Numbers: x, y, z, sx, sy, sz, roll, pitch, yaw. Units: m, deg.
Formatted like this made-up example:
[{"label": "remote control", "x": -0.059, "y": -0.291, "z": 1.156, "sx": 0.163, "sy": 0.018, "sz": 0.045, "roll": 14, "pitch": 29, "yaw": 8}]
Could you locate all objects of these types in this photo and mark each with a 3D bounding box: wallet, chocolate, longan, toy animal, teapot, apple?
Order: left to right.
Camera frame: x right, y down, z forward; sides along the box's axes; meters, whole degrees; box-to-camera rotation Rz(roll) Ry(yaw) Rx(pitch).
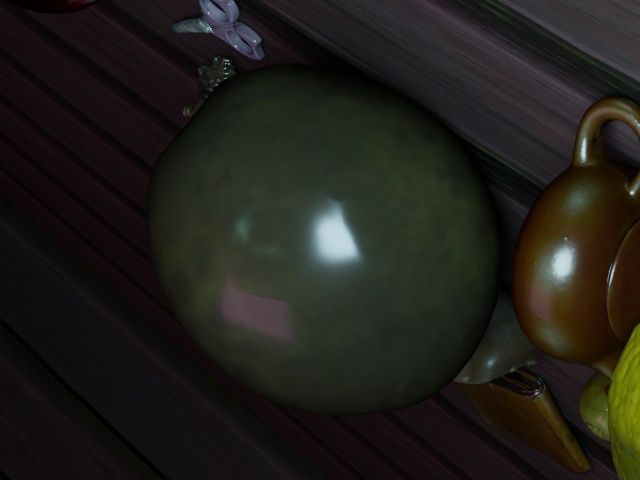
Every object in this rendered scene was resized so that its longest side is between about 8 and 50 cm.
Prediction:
[{"label": "toy animal", "x": -0.136, "y": -0.172, "z": 2.067, "sx": 0.086, "sy": 0.069, "sz": 0.219, "roll": 33, "pitch": 162, "yaw": 15}, {"label": "longan", "x": 0.000, "y": 0.000, "z": 1.628, "sx": 0.404, "sy": 0.336, "sz": 0.404, "roll": 39, "pitch": 172, "yaw": 6}, {"label": "chocolate", "x": 0.132, "y": 0.063, "z": 1.822, "sx": 0.261, "sy": 0.161, "sz": 0.083, "roll": 31, "pitch": 128, "yaw": 35}, {"label": "wallet", "x": 0.249, "y": 0.208, "z": 2.016, "sx": 0.195, "sy": 0.042, "sz": 0.161, "roll": 23, "pitch": 155, "yaw": 52}, {"label": "apple", "x": 0.317, "y": 0.180, "z": 1.706, "sx": 0.084, "sy": 0.071, "sz": 0.084, "roll": 44, "pitch": 164, "yaw": 16}, {"label": "teapot", "x": 0.251, "y": 0.004, "z": 1.331, "sx": 0.135, "sy": 0.178, "sz": 0.252, "roll": 17, "pitch": 115, "yaw": 35}]

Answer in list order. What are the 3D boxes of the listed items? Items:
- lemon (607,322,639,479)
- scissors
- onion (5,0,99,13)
[{"label": "lemon", "x": 0.354, "y": 0.151, "z": 1.203, "sx": 0.253, "sy": 0.253, "sz": 0.310, "roll": 60, "pitch": 175, "yaw": -37}, {"label": "scissors", "x": -0.136, "y": -0.264, "z": 1.928, "sx": 0.110, "sy": 0.021, "sz": 0.212, "roll": 51, "pitch": 164, "yaw": -22}, {"label": "onion", "x": -0.374, "y": -0.392, "z": 1.860, "sx": 0.314, "sy": 0.232, "sz": 0.314, "roll": 44, "pitch": 165, "yaw": 15}]
